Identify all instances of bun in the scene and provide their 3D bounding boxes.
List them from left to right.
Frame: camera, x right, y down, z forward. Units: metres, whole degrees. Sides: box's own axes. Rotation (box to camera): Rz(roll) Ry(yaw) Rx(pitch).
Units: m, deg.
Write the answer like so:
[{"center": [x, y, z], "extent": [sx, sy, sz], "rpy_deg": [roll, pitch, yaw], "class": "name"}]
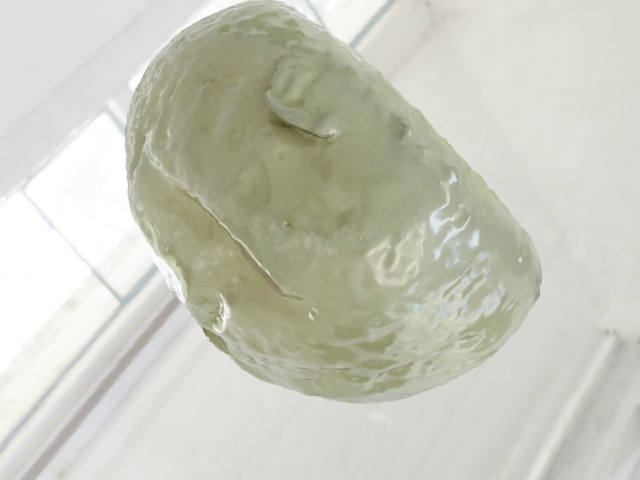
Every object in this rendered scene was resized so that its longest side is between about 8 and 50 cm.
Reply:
[{"center": [0.000, 0.000, 0.466], "extent": [0.153, 0.244, 0.244], "rpy_deg": [-52, -153, -1], "class": "bun"}]
